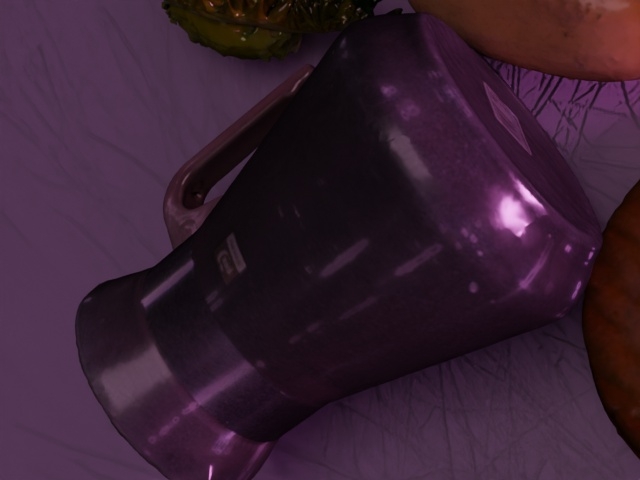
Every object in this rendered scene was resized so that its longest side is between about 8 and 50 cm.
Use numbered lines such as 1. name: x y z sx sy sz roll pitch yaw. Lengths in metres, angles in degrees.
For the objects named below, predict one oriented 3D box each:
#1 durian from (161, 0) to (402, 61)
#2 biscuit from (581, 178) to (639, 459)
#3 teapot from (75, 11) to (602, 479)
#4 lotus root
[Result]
1. durian: -0.074 -0.218 1.088 0.375 0.132 0.107 29 77 36
2. biscuit: 0.328 0.039 0.825 0.317 0.040 0.318 -17 53 24
3. teapot: 0.000 0.000 0.929 0.344 0.253 0.300 -37 48 18
4. lotus root: 0.167 -0.200 0.952 0.303 0.146 0.131 28 132 29
